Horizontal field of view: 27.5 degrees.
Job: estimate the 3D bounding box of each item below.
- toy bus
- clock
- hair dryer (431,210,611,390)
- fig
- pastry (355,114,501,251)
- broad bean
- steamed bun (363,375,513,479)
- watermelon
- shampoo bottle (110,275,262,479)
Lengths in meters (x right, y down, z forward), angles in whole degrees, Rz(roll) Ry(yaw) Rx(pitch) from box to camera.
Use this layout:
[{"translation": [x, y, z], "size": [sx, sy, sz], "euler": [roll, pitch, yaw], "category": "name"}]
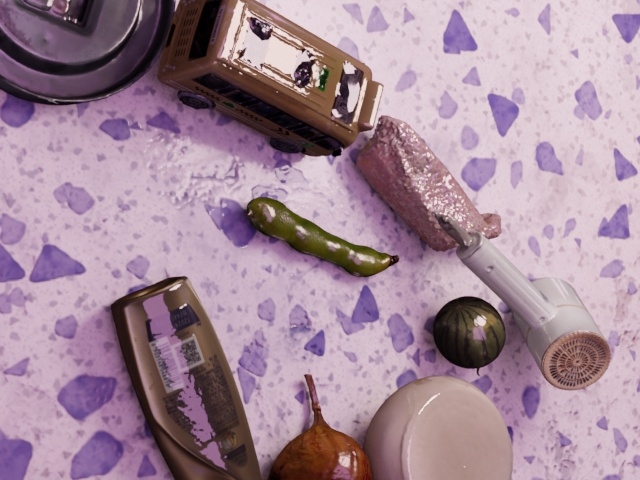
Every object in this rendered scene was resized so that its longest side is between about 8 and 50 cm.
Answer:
[{"translation": [-0.060, -0.220, 1.746], "size": [0.289, 0.157, 0.139], "euler": [26, 73, -36], "category": "toy bus"}, {"translation": [-0.335, -0.322, 1.663], "size": [0.313, 0.061, 0.312], "euler": [3, 84, -30], "category": "clock"}, {"translation": [0.276, 0.058, 1.899], "size": [0.107, 0.173, 0.357], "euler": [-40, 118, 11], "category": "hair dryer"}, {"translation": [-0.007, 0.290, 1.788], "size": [0.134, 0.146, 0.201], "euler": [48, 21, -42], "category": "fig"}, {"translation": [0.156, -0.066, 1.911], "size": [0.265, 0.103, 0.112], "euler": [39, 75, -20], "category": "pastry"}, {"translation": [-0.001, 0.000, 1.838], "size": [0.256, 0.053, 0.052], "euler": [23, 36, -28], "category": "broad bean"}, {"translation": [0.154, 0.308, 1.846], "size": [0.232, 0.145, 0.231], "euler": [8, 77, -35], "category": "steamed bun"}, {"translation": [0.223, 0.147, 1.929], "size": [0.105, 0.105, 0.133], "euler": [-34, 119, -29], "category": "watermelon"}, {"translation": [-0.162, 0.225, 1.702], "size": [0.126, 0.084, 0.350], "euler": [-25, 98, -28], "category": "shampoo bottle"}]
